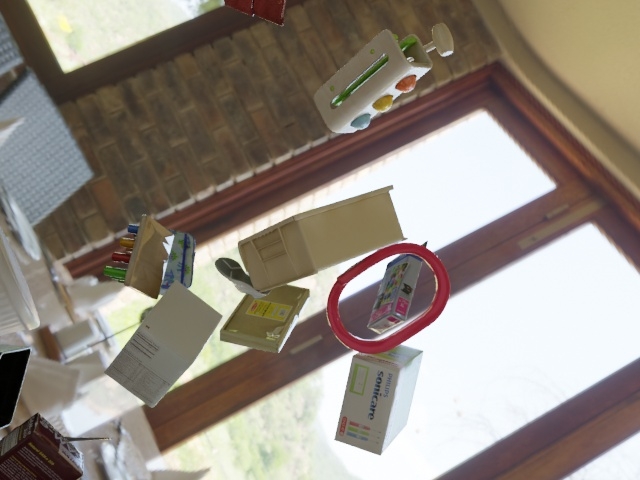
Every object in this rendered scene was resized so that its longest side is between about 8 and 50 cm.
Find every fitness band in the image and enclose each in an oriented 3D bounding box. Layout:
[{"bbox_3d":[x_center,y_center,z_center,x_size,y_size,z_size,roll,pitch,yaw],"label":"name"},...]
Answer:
[{"bbox_3d":[0.151,0.129,1.616,0.209,0.290,0.054,58,-2,-1],"label":"fitness band"}]

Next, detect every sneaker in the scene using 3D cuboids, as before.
[{"bbox_3d":[-0.197,0.098,1.746,0.152,0.054,0.061,34,-39,-11],"label":"sneaker"}]

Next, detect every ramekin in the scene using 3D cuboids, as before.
[{"bbox_3d":[-0.702,0.080,1.499,0.273,0.127,0.273,54,-23,35],"label":"ramekin"}]

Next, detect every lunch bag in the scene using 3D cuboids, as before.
[{"bbox_3d":[-0.495,0.070,2.329,0.090,0.176,0.219,130,-34,-53],"label":"lunch bag"}]

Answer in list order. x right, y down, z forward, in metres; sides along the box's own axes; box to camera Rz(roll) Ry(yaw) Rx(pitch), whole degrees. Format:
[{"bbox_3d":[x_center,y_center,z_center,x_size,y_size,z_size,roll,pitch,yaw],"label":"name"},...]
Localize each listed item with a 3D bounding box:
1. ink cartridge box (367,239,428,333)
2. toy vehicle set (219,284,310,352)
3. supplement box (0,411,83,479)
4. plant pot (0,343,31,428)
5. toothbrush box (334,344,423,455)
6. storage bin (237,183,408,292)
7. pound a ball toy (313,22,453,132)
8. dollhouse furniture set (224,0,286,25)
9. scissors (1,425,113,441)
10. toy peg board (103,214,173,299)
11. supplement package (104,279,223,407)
[{"bbox_3d":[0.259,0.146,2.398,0.065,0.311,0.186,29,-29,-11],"label":"ink cartridge box"},{"bbox_3d":[-0.147,0.201,1.965,0.267,0.165,0.035,-57,154,-56],"label":"toy vehicle set"},{"bbox_3d":[-0.561,0.436,1.280,0.130,0.239,0.073,55,-4,-25],"label":"supplement box"},{"bbox_3d":[-0.783,0.316,1.602,0.187,0.166,0.188,124,-20,-85],"label":"plant pot"},{"bbox_3d":[0.148,0.369,1.733,0.283,0.122,0.206,-4,107,-72],"label":"toothbrush box"},{"bbox_3d":[0.000,0.000,1.516,0.260,0.262,0.123,-20,-91,55],"label":"storage bin"},{"bbox_3d":[0.170,-0.389,1.751,0.319,0.208,0.136,-35,-105,37],"label":"pound a ball toy"},{"bbox_3d":[-0.099,-0.702,1.598,0.374,0.152,0.201,109,0,-50],"label":"dollhouse furniture set"},{"bbox_3d":[-0.758,0.577,2.064,0.297,0.109,0.021,18,36,-35],"label":"scissors"},{"bbox_3d":[-0.414,0.036,1.620,0.161,0.079,0.161,59,41,-72],"label":"toy peg board"},{"bbox_3d":[-0.371,0.246,1.708,0.149,0.203,0.194,38,34,-7],"label":"supplement package"}]
